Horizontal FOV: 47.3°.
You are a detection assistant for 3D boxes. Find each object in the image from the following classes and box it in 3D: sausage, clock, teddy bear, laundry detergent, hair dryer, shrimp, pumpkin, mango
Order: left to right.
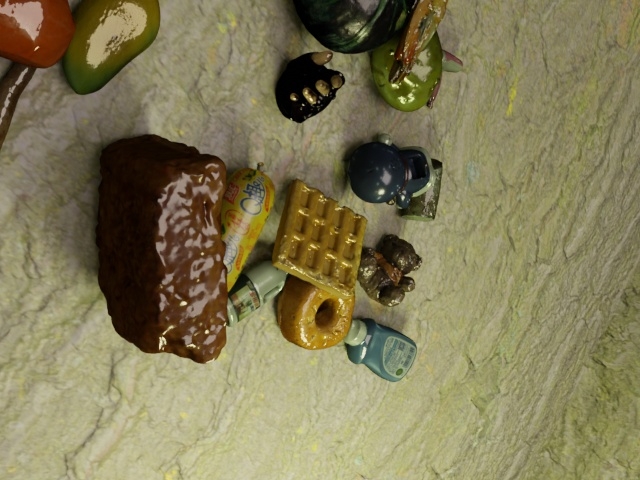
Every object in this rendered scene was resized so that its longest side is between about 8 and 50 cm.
[{"bbox_3d":[-0.525,-0.377,1.157,0.267,0.153,0.141,23,87,-29],"label":"sausage"},{"bbox_3d":[-0.389,-0.382,1.336,0.237,0.091,0.137,-49,125,-18],"label":"mango"},{"bbox_3d":[-0.201,-0.016,1.613,0.123,0.123,0.347,28,87,-44],"label":"sausage"},{"bbox_3d":[-0.150,0.108,1.744,0.225,0.070,0.099,-35,117,-29],"label":"laundry detergent"},{"bbox_3d":[0.090,-0.572,1.597,0.315,0.238,0.316,-11,108,-36],"label":"pumpkin"},{"bbox_3d":[0.152,0.298,2.076,0.289,0.094,0.143,34,88,-40],"label":"laundry detergent"},{"bbox_3d":[0.175,-0.179,1.880,0.243,0.146,0.200,-9,87,-43],"label":"clock"},{"bbox_3d":[0.187,0.076,1.998,0.190,0.177,0.140,-46,175,-19],"label":"teddy bear"},{"bbox_3d":[0.222,-0.480,1.664,0.267,0.061,0.145,-60,166,15],"label":"shrimp"},{"bbox_3d":[0.323,-0.437,1.994,0.106,0.054,0.154,10,109,-48],"label":"hair dryer"}]

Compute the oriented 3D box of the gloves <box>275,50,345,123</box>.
[{"bbox_3d":[-0.017,-0.336,1.608,0.124,0.203,0.165,0,104,-40],"label":"gloves"}]

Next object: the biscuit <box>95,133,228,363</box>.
[{"bbox_3d":[-0.309,0.008,1.381,0.166,0.342,0.396,-9,109,-35],"label":"biscuit"}]

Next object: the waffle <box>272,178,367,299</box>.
[{"bbox_3d":[0.000,0.000,1.765,0.247,0.055,0.221,29,62,-33],"label":"waffle"}]

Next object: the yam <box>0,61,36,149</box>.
[{"bbox_3d":[-0.521,-0.306,1.277,0.045,0.045,0.327,22,88,-10],"label":"yam"}]

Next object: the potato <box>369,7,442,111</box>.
[{"bbox_3d":[0.212,-0.446,1.817,0.186,0.148,0.254,-4,116,-12],"label":"potato"}]

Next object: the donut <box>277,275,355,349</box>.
[{"bbox_3d":[-0.010,0.172,1.863,0.226,0.113,0.227,-16,116,-36],"label":"donut"}]

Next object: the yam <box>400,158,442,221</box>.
[{"bbox_3d":[0.284,-0.137,2.026,0.107,0.107,0.183,0,103,-42],"label":"yam"}]
